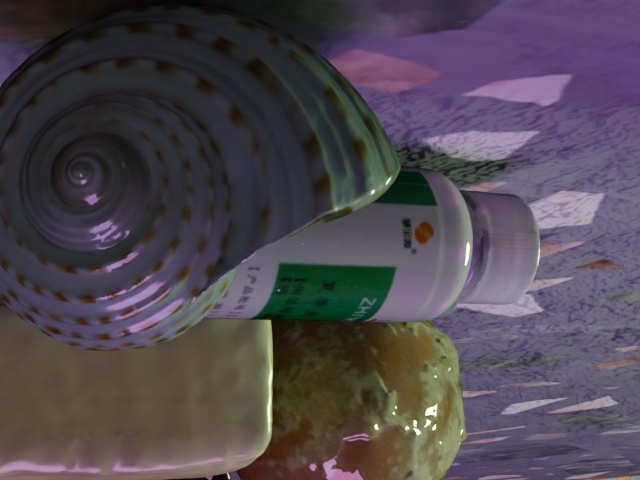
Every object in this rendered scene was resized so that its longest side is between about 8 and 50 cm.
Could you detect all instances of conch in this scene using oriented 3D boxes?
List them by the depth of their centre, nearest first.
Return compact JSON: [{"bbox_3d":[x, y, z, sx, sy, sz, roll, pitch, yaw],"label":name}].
[{"bbox_3d":[-0.069,-0.038,0.756,0.172,0.131,0.200,-33,-169,7],"label":"conch"}]

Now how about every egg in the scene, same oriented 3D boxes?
[{"bbox_3d":[0.016,0.128,1.336,0.195,0.194,0.233,-7,178,9],"label":"egg"}]

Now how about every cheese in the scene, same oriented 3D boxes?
[{"bbox_3d":[-0.188,0.103,1.167,0.266,0.123,0.242,0,178,-18],"label":"cheese"}]

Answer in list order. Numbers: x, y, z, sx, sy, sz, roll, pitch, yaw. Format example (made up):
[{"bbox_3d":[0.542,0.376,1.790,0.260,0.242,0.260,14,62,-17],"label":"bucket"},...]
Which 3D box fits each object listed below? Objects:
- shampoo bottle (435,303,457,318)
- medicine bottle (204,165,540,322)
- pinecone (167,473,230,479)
[{"bbox_3d":[-0.001,0.026,1.184,0.195,0.056,0.056,1,165,-25],"label":"shampoo bottle"},{"bbox_3d":[0.000,0.000,1.001,0.260,0.095,0.095,2,165,-26],"label":"medicine bottle"},{"bbox_3d":[-0.179,0.176,1.450,0.202,0.201,0.229,-28,137,-7],"label":"pinecone"}]
